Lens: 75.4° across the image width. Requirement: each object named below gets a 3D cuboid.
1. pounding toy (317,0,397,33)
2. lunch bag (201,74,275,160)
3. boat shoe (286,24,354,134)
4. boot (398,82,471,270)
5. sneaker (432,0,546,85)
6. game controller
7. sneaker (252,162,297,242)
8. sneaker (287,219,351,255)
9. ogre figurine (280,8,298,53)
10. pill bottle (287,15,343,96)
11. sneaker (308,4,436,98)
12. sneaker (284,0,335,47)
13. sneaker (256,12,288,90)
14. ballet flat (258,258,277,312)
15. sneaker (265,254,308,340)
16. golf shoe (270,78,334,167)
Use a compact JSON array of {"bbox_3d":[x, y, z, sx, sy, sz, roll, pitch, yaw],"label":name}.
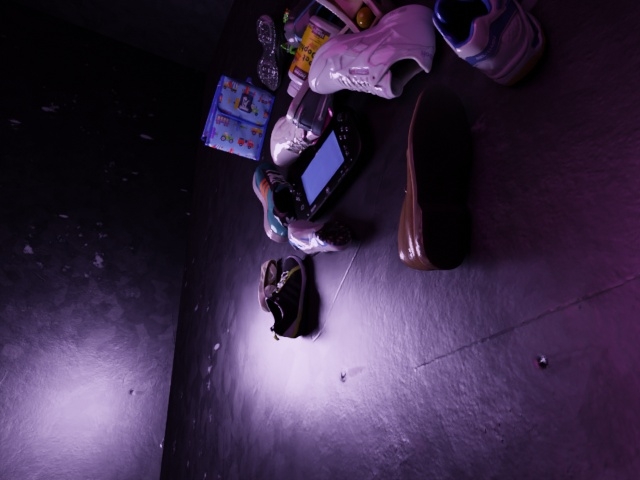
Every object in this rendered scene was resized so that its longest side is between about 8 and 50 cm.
[{"bbox_3d":[0.068,-0.591,0.925,0.269,0.154,0.155,54,136,11],"label":"pounding toy"},{"bbox_3d":[-0.321,-0.500,1.650,0.138,0.221,0.293,46,120,58],"label":"lunch bag"},{"bbox_3d":[0.040,-0.405,1.034,0.319,0.099,0.116,-56,-3,-7],"label":"boat shoe"},{"bbox_3d":[0.169,-0.102,0.677,0.115,0.112,0.305,159,118,-71],"label":"boot"},{"bbox_3d":[0.230,-0.365,0.633,0.112,0.131,0.296,-54,34,41],"label":"sneaker"},{"bbox_3d":[0.012,-0.177,1.043,0.319,0.067,0.166,-50,38,44],"label":"game controller"},{"bbox_3d":[-0.125,-0.145,1.260,0.121,0.108,0.302,-52,45,39],"label":"sneaker"},{"bbox_3d":[0.000,0.000,0.995,0.237,0.085,0.086,13,123,57],"label":"sneaker"},{"bbox_3d":[-0.083,-0.737,1.442,0.197,0.097,0.118,-59,-9,-49],"label":"ogre figurine"},{"bbox_3d":[-0.016,-0.508,1.180,0.215,0.117,0.117,-61,31,29],"label":"pill bottle"},{"bbox_3d":[0.092,-0.355,0.853,0.305,0.114,0.152,-10,76,41],"label":"sneaker"},{"bbox_3d":[0.012,-0.757,1.274,0.139,0.125,0.341,21,96,35],"label":"sneaker"},{"bbox_3d":[-0.164,-0.707,1.563,0.130,0.109,0.286,-45,-21,-37],"label":"sneaker"},{"bbox_3d":[-0.156,0.131,1.251,0.052,0.057,0.168,-35,48,40],"label":"ballet flat"},{"bbox_3d":[-0.091,0.140,1.071,0.084,0.097,0.235,-41,44,49],"label":"sneaker"},{"bbox_3d":[-0.057,-0.311,1.189,0.306,0.115,0.140,-54,38,40],"label":"golf shoe"}]
